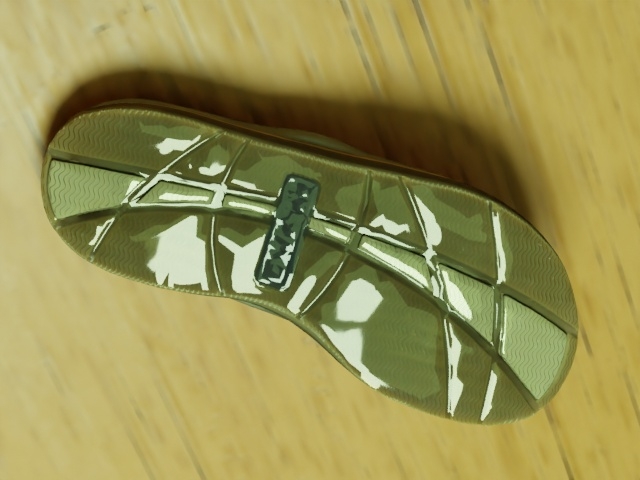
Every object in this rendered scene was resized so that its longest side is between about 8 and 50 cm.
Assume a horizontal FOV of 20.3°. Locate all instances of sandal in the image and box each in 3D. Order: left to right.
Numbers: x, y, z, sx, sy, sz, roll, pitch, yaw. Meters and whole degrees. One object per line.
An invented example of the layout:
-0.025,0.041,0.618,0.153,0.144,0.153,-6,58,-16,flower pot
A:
0.000,0.000,0.566,0.180,0.049,0.072,20,103,-9,sandal
